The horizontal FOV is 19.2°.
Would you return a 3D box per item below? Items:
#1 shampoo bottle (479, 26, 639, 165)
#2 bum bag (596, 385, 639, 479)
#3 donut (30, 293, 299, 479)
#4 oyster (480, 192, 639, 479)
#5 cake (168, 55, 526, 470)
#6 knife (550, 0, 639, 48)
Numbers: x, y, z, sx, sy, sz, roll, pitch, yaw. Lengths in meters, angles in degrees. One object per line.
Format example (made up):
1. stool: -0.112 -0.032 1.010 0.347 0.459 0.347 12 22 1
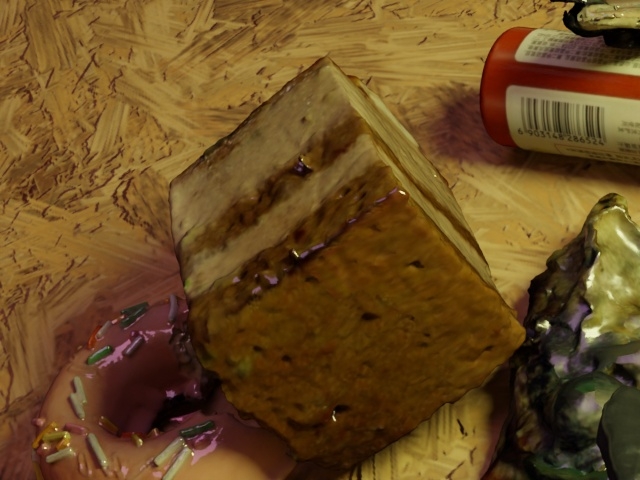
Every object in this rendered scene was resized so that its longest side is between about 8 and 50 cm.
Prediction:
1. shampoo bottle: 0.272 -0.110 1.536 0.278 0.104 0.104 11 50 33
2. bum bag: 0.278 0.174 1.170 0.060 0.248 0.123 -51 13 28
3. donut: -0.133 0.139 1.464 0.199 0.085 0.233 -25 39 -2
4. oyster: 0.230 0.092 1.349 0.221 0.096 0.361 3 48 18
5. cake: 0.000 0.000 1.434 0.199 0.196 0.293 -38 35 12
6. knife: 0.348 -0.181 1.523 0.365 0.043 0.089 -5 17 -24
